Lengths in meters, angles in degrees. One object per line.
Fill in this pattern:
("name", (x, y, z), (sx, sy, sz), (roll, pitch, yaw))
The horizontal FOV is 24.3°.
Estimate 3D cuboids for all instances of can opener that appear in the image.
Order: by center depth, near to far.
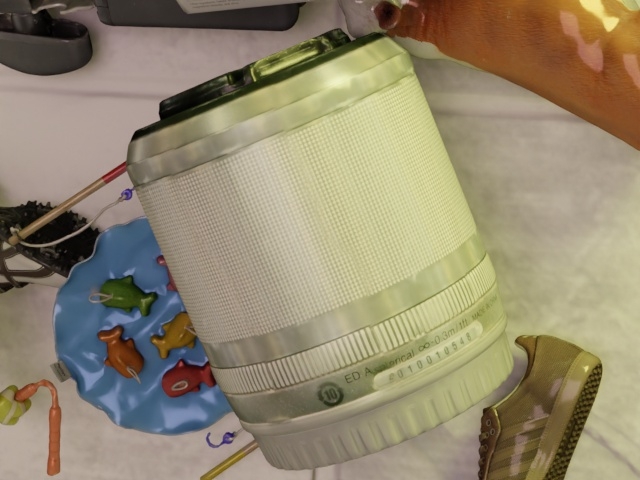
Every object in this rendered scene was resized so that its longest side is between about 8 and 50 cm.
("can opener", (-0.147, -0.183, 1.206), (0.283, 0.076, 0.095), (4, 127, 14))

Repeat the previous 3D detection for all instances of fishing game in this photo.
("fishing game", (-0.125, 0.071, 1.182), (0.189, 0.041, 0.264), (-31, 102, 7))

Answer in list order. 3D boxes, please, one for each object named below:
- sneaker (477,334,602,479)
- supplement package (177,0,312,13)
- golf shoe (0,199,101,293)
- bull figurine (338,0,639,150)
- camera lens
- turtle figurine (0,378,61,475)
("sneaker", (0.153, 0.163, 1.151), (0.071, 0.066, 0.188), (27, 95, 29))
("supplement package", (0.009, -0.293, 1.045), (0.261, 0.145, 0.204), (-1, 61, 24))
("golf shoe", (-0.259, 0.012, 1.246), (0.198, 0.077, 0.094), (24, 122, 11))
("bull figurine", (0.162, -0.185, 1.095), (0.310, 0.101, 0.188), (29, 99, 12))
("camera lens", (0.000, 0.000, 1.079), (0.219, 0.219, 0.274), (-21, 97, 15))
("turtle figurine", (-0.319, 0.078, 1.205), (0.217, 0.087, 0.270), (8, 128, 45))
